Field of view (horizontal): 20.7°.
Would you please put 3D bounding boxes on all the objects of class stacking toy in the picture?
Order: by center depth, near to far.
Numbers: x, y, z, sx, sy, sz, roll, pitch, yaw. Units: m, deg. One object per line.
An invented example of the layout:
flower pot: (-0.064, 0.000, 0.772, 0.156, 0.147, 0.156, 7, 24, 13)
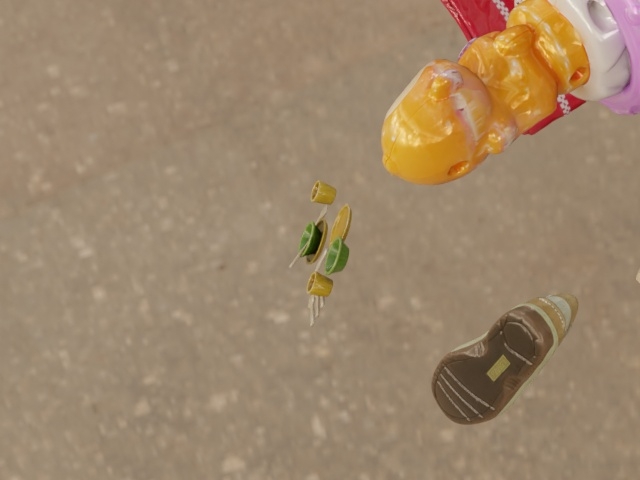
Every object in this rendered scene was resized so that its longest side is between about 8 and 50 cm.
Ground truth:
stacking toy: (0.147, -0.113, 0.755, 0.302, 0.175, 0.166, -33, 68, -13)

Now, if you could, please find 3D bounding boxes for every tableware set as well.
tableware set: (0.000, 0.000, 1.651, 0.024, 0.104, 0.154, 19, 34, -14)

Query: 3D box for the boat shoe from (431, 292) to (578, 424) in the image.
boat shoe: (0.161, 0.099, 1.470, 0.072, 0.190, 0.068, -31, 83, -33)

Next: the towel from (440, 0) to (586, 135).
towel: (0.203, -0.220, 1.190, 0.275, 0.199, 0.031, -32, 11, -1)

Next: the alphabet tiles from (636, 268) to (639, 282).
alphabet tiles: (0.392, 0.071, 1.416, 0.278, 0.021, 0.284, 21, 13, 11)
